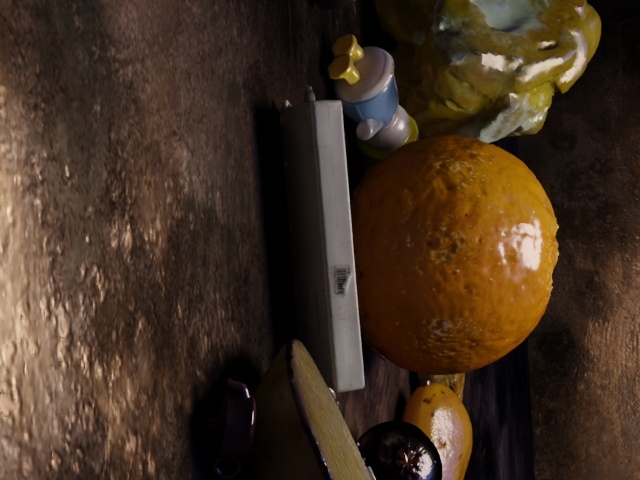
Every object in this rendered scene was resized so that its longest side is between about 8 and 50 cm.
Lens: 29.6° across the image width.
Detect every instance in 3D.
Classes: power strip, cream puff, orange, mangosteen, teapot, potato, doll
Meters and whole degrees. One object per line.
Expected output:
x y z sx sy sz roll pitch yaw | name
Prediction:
0.000 0.000 1.419 0.106 0.043 0.367 180 -95 -65 | power strip
0.248 -0.318 2.001 0.275 0.378 0.378 120 -22 -59 | cream puff
0.190 0.020 1.714 0.340 0.293 0.341 -2 90 -75 | orange
0.097 0.319 1.656 0.151 0.137 0.137 130 -34 -61 | mangosteen
-0.088 0.181 1.161 0.068 0.045 0.100 -122 -138 -78 | teapot
-0.014 0.252 1.279 0.239 0.116 0.299 -85 153 -66 | potato
0.079 -0.193 1.742 0.135 0.098 0.241 63 -1 36 | doll

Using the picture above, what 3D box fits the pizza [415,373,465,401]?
0.215 0.194 2.133 0.323 0.089 0.223 -70 157 -59 | pizza

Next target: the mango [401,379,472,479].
0.185 0.342 1.940 0.147 0.109 0.227 43 44 -53 | mango

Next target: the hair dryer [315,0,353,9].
0.022 -0.430 1.667 0.248 0.070 0.114 -82 161 -47 | hair dryer
